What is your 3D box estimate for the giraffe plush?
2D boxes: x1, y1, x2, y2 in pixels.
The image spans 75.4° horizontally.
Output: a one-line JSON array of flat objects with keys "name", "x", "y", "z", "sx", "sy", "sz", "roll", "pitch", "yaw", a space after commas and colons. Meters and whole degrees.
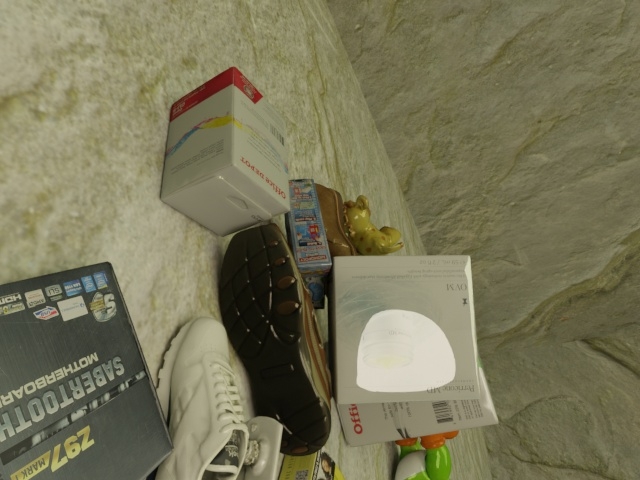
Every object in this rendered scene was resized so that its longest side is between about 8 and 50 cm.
[{"name": "giraffe plush", "x": 0.100, "y": -0.027, "z": 1.073, "sx": 0.171, "sy": 0.181, "sz": 0.210, "roll": 57, "pitch": 5, "yaw": -7}]

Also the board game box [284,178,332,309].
[{"name": "board game box", "x": -0.026, "y": 0.022, "z": 0.732, "sx": 0.194, "sy": 0.060, "sz": 0.194, "roll": -105, "pitch": -167, "yaw": -54}]

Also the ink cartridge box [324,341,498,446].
[{"name": "ink cartridge box", "x": 0.176, "y": 0.269, "z": 0.835, "sx": 0.121, "sy": 0.288, "sz": 0.211, "roll": 15, "pitch": 60, "yaw": -70}]

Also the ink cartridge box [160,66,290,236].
[{"name": "ink cartridge box", "x": -0.130, "y": -0.119, "z": 0.591, "sx": 0.128, "sy": 0.127, "sz": 0.176, "roll": 39, "pitch": 38, "yaw": -51}]

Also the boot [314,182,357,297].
[{"name": "boot", "x": 0.000, "y": 0.000, "z": 0.904, "sx": 0.115, "sy": 0.112, "sz": 0.306, "roll": 23, "pitch": 44, "yaw": -43}]

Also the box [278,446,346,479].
[{"name": "box", "x": 0.015, "y": 0.414, "z": 0.629, "sx": 0.233, "sy": 0.058, "sz": 0.087, "roll": 64, "pitch": 21, "yaw": -21}]

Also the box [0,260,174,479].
[{"name": "box", "x": -0.216, "y": 0.125, "z": 0.272, "sx": 0.232, "sy": 0.059, "sz": 0.184, "roll": -20, "pitch": 93, "yaw": -70}]

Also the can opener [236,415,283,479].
[{"name": "can opener", "x": -0.082, "y": 0.325, "z": 0.432, "sx": 0.093, "sy": 0.074, "sz": 0.281, "roll": 59, "pitch": 24, "yaw": -34}]

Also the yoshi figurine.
[{"name": "yoshi figurine", "x": 0.297, "y": 0.622, "z": 1.001, "sx": 0.203, "sy": 0.202, "sz": 0.363, "roll": 42, "pitch": 41, "yaw": -68}]

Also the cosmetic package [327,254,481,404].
[{"name": "cosmetic package", "x": 0.126, "y": 0.143, "z": 0.691, "sx": 0.138, "sy": 0.223, "sz": 0.225, "roll": 115, "pitch": -26, "yaw": -80}]

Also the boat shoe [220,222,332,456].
[{"name": "boat shoe", "x": -0.057, "y": 0.138, "z": 0.612, "sx": 0.120, "sy": 0.122, "sz": 0.325, "roll": -13, "pitch": 92, "yaw": -77}]

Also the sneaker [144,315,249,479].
[{"name": "sneaker", "x": -0.116, "y": 0.184, "z": 0.433, "sx": 0.090, "sy": 0.094, "sz": 0.235, "roll": 48, "pitch": 29, "yaw": -44}]
